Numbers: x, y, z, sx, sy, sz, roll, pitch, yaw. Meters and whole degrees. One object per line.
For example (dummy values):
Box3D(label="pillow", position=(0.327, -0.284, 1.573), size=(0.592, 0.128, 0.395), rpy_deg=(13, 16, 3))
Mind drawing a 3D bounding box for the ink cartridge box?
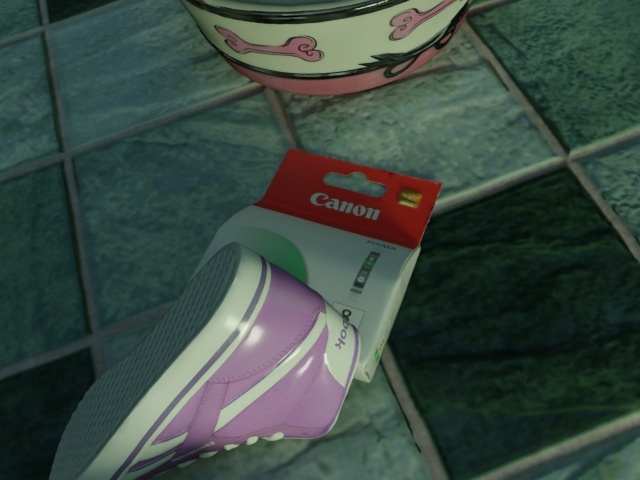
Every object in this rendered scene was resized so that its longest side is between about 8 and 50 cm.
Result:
Box3D(label="ink cartridge box", position=(0.000, 0.000, 0.607), size=(0.180, 0.056, 0.225), rpy_deg=(16, 64, 18))

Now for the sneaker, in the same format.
Box3D(label="sneaker", position=(-0.086, 0.143, 0.495), size=(0.282, 0.161, 0.102), rpy_deg=(-43, 32, 23))

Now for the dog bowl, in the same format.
Box3D(label="dog bowl", position=(0.011, -0.346, 0.765), size=(0.407, 0.150, 0.408), rpy_deg=(-5, 58, 7))
